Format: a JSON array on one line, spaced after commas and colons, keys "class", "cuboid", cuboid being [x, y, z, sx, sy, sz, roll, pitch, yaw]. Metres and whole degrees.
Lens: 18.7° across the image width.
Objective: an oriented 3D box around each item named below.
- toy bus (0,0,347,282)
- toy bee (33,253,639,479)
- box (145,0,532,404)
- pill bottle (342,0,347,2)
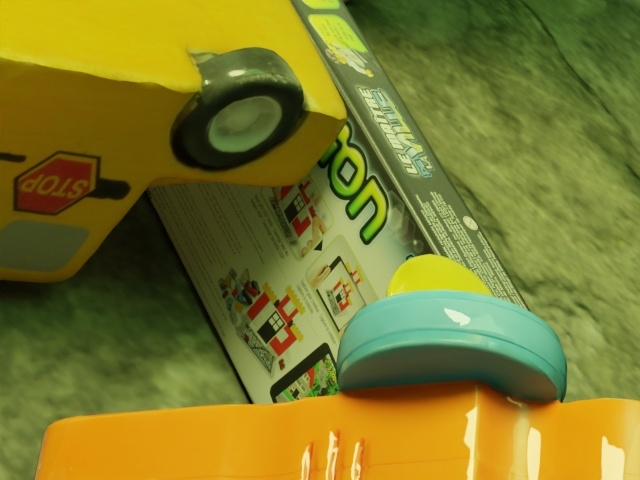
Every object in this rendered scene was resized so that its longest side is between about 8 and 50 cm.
[{"class": "toy bus", "cuboid": [-0.152, -0.062, 0.656, 0.333, 0.130, 0.108, 6, 44, -44]}, {"class": "toy bee", "cuboid": [0.064, 0.101, 0.594, 0.162, 0.298, 0.195, 46, 62, -43]}, {"class": "box", "cuboid": [0.000, 0.000, 0.762, 0.036, 0.114, 0.207, 5, 47, -45]}, {"class": "pill bottle", "cuboid": [0.042, -0.322, 0.938, 0.224, 0.392, 0.224, 28, 33, -21]}]
